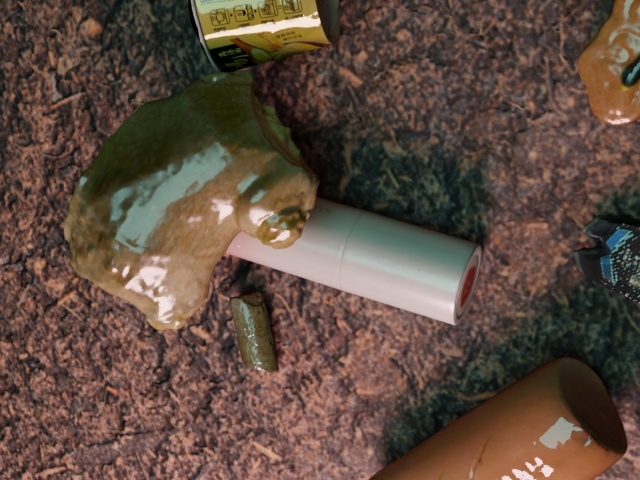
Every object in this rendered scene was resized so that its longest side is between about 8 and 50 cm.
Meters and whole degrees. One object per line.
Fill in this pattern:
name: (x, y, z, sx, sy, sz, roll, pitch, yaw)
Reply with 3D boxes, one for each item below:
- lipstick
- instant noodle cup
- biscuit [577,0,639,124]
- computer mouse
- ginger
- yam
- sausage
lipstick: (0.000, 0.000, 1.084, 0.327, 0.087, 0.087, 16, 108, 19)
instant noodle cup: (-0.051, -0.241, 1.022, 0.122, 0.151, 0.151, -2, 102, 15)
biscuit: (0.365, -0.232, 0.895, 0.202, 0.047, 0.333, 28, 111, 15)
computer mouse: (0.308, 0.022, 0.981, 0.135, 0.047, 0.079, 22, 98, 29)
ginger: (-0.120, -0.037, 1.016, 0.221, 0.130, 0.275, 21, 98, 10)
yam: (-0.075, 0.105, 1.167, 0.043, 0.043, 0.094, -5, 100, 24)
sausage: (0.163, 0.239, 1.055, 0.304, 0.121, 0.121, -40, 85, 28)
